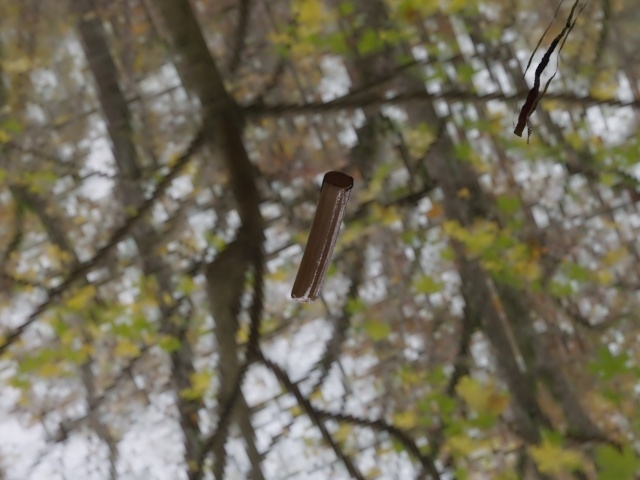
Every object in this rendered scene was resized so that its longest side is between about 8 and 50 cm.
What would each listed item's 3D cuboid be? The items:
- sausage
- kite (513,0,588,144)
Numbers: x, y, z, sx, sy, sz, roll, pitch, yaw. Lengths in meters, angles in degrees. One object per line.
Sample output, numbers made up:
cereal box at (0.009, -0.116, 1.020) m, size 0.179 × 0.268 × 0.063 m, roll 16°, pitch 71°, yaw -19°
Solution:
sausage at (0.000, 0.000, 1.330) m, size 0.026 × 0.116 × 0.026 m, roll 13°, pitch -153°, yaw -7°
kite at (0.272, -0.268, 1.679) m, size 0.204 × 0.022 × 0.360 m, roll -114°, pitch -134°, yaw -76°
